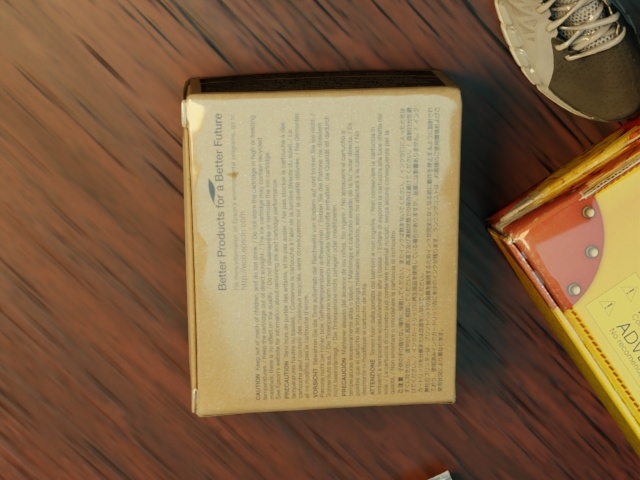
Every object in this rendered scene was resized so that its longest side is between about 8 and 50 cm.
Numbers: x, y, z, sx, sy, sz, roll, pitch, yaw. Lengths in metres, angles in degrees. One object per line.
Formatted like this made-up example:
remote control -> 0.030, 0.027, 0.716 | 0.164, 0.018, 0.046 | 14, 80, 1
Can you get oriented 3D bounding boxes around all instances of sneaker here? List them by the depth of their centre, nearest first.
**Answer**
sneaker -> 0.162, -0.164, 1.024 | 0.086, 0.132, 0.229 | -36, 106, 5

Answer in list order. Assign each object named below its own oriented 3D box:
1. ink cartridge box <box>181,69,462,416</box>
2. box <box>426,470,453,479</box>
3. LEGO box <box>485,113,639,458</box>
ink cartridge box -> 0.000, 0.000, 1.077 | 0.193, 0.088, 0.235 | -1, 107, -4
box -> 0.057, 0.249, 1.166 | 0.137, 0.027, 0.094 | -24, 75, 2
LEGO box -> 0.406, 0.091, 1.029 | 0.372, 0.193, 0.500 | -34, 91, 3
